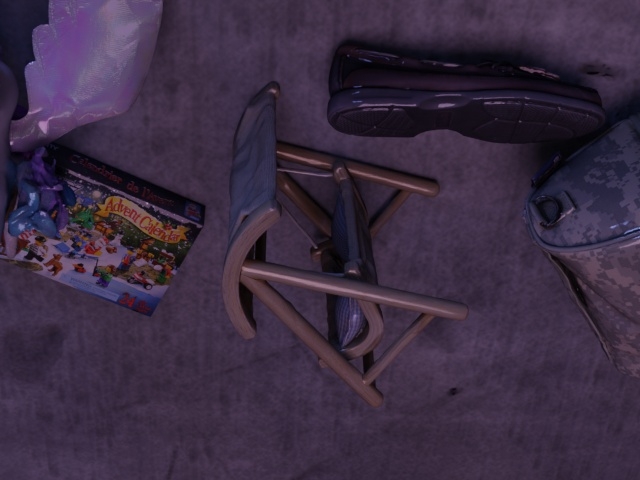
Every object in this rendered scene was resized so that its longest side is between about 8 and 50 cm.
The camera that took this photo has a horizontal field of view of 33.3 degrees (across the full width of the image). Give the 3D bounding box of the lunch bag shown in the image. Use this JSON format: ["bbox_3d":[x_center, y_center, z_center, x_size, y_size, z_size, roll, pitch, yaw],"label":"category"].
[{"bbox_3d":[0.391,0.006,1.194,0.256,0.213,0.305,-30,130,12],"label":"lunch bag"}]

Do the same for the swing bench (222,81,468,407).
[{"bbox_3d":[0.000,0.000,1.168,0.254,0.253,0.165,29,121,-20],"label":"swing bench"}]

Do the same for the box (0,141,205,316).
[{"bbox_3d":[-0.276,-0.016,1.278,0.233,0.044,0.159,23,122,-17],"label":"box"}]

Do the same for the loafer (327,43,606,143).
[{"bbox_3d":[0.157,-0.166,1.152,0.302,0.095,0.109,1,160,-6],"label":"loafer"}]

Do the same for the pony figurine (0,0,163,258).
[{"bbox_3d":[-0.328,-0.130,1.021,0.302,0.363,0.351,7,99,2],"label":"pony figurine"}]
